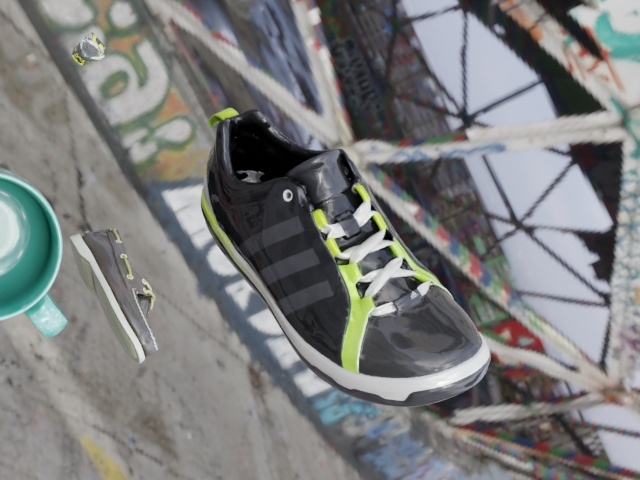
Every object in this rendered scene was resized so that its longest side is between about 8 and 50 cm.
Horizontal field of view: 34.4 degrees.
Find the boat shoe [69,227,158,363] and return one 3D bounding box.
[{"bbox_3d":[-0.250,0.061,1.311,0.228,0.068,0.081,52,-28,38],"label":"boat shoe"}]

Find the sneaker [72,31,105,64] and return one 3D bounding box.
[{"bbox_3d":[-0.269,-0.215,1.194,0.031,0.035,0.083,46,10,-15],"label":"sneaker"}]

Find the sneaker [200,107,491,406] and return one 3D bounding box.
[{"bbox_3d":[0.000,0.000,0.590,0.234,0.084,0.097,38,-38,34],"label":"sneaker"}]

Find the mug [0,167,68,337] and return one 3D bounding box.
[{"bbox_3d":[-0.299,0.011,0.921,0.097,0.129,0.158,-154,-120,-66],"label":"mug"}]
